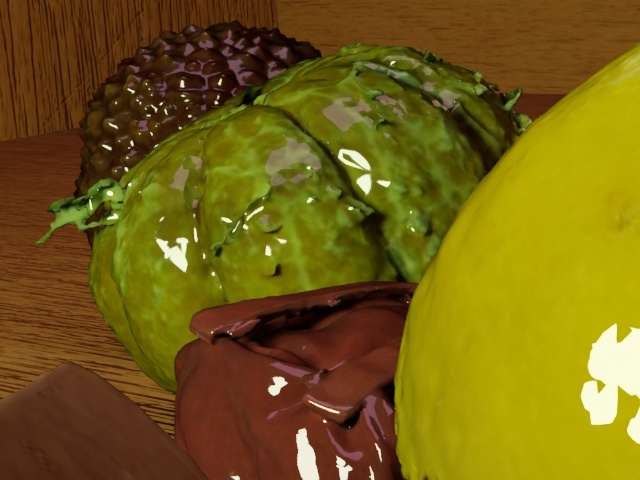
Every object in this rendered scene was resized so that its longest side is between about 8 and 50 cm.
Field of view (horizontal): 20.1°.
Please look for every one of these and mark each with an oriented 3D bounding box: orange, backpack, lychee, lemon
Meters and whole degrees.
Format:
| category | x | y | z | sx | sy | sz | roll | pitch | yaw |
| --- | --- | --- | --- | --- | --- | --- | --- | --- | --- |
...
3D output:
| category | x | y | z | sx | sy | sz | roll | pitch | yaw |
| --- | --- | --- | --- | --- | --- | --- | --- | --- | --- |
| orange | 0.000 | 0.000 | 1.182 | 0.300 | 0.223 | 0.301 | -14 | 17 | 33 |
| backpack | 0.042 | 0.092 | 0.928 | 0.229 | 0.139 | 0.229 | -4 | 10 | 1 |
| lychee | -0.052 | -0.045 | 1.437 | 0.267 | 0.267 | 0.267 | -5 | 10 | 1 |
| lemon | 0.170 | 0.068 | 0.587 | 0.297 | 0.297 | 0.297 | -5 | 10 | 1 |

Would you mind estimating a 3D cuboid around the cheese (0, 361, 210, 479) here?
| category | x | y | z | sx | sy | sz | roll | pitch | yaw |
| --- | --- | --- | --- | --- | --- | --- | --- | --- | --- |
| cheese | -0.098 | 0.139 | 0.632 | 0.203 | 0.177 | 0.128 | -1 | 11 | 19 |
